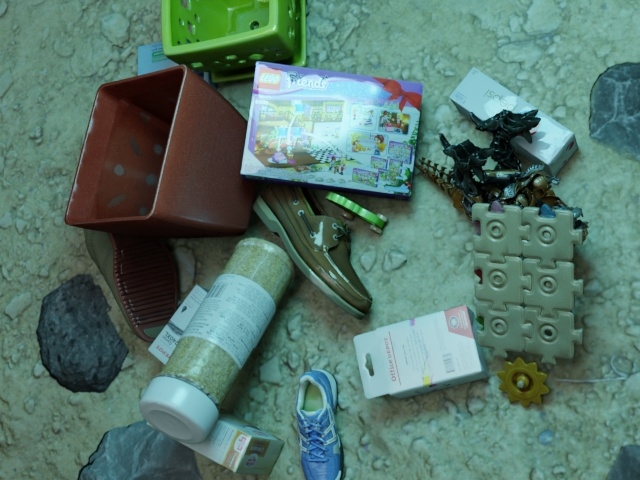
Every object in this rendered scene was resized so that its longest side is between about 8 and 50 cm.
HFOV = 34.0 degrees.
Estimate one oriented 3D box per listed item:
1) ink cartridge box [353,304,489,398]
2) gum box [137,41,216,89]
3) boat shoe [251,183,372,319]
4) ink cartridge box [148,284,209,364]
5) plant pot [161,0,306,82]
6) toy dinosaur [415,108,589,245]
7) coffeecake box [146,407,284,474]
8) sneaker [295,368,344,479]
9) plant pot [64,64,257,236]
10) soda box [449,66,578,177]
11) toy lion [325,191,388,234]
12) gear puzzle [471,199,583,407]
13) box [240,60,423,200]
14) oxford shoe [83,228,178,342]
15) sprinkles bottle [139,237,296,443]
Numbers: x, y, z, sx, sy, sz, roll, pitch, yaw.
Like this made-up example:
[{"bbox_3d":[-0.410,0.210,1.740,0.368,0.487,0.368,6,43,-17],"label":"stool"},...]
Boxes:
[{"bbox_3d":[0.164,0.189,1.719,0.198,0.067,0.115,-16,70,15],"label":"ink cartridge box"},{"bbox_3d":[-0.279,-0.301,2.037,0.157,0.041,0.184,-8,72,19],"label":"gum box"},{"bbox_3d":[0.000,0.000,1.809,0.104,0.111,0.307,-44,65,6],"label":"boat shoe"},{"bbox_3d":[-0.217,0.173,1.872,0.109,0.063,0.150,36,90,24],"label":"ink cartridge box"},{"bbox_3d":[-0.145,-0.419,1.925,0.227,0.207,0.228,-8,74,20],"label":"plant pot"},{"bbox_3d":[0.277,-0.081,1.692,0.322,0.218,0.164,5,40,28],"label":"toy dinosaur"},{"bbox_3d":[-0.175,0.326,1.771,0.186,0.142,0.068,23,85,24],"label":"coffeecake box"},{"bbox_3d":[-0.011,0.317,1.744,0.080,0.081,0.211,-12,73,16],"label":"sneaker"},{"bbox_3d":[-0.255,-0.124,1.845,0.267,0.236,0.267,-2,71,45],"label":"plant pot"},{"bbox_3d":[0.323,-0.199,1.757,0.216,0.074,0.069,40,92,25],"label":"soda box"},{"bbox_3d":[0.059,-0.053,1.808,0.100,0.096,0.034,27,87,25],"label":"toy lion"},{"bbox_3d":[0.324,0.103,1.619,0.176,0.044,0.338,5,110,29],"label":"gear puzzle"},{"bbox_3d":[0.021,-0.187,1.799,0.293,0.057,0.200,8,83,0],"label":"box"},{"bbox_3d":[-0.363,0.035,1.960,0.130,0.123,0.348,-34,69,48],"label":"oxford shoe"},{"bbox_3d":[-0.163,0.159,1.729,0.121,0.121,0.355,12,52,24],"label":"sprinkles bottle"}]
